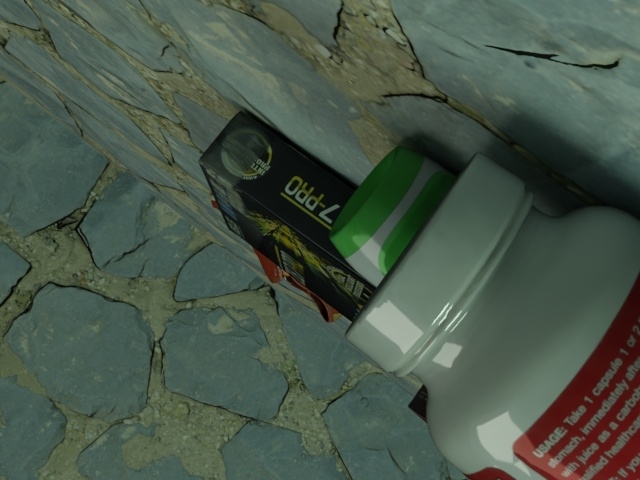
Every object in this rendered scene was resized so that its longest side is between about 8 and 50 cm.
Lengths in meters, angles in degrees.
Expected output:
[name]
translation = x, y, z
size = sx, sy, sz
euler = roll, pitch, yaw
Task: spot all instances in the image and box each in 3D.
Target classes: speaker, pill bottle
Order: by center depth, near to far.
[pill bottle]
translation = 0.230, 0.122, 0.657
size = 0.407, 0.229, 0.229
euler = 36, 170, 3
[speaker]
translation = 0.156, 0.044, 0.834
size = 0.296, 0.131, 0.131
euler = 37, 170, -7

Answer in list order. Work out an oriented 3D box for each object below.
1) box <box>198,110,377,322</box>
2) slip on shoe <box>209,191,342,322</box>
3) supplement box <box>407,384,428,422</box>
[box]
translation = 0.000, 0.000, 1.251
size = 0.318, 0.097, 0.395
euler = 38, 170, 6
[slip on shoe]
translation = -0.066, 0.024, 1.567
size = 0.331, 0.101, 0.123
euler = 40, 171, -13
[supplement box]
translation = 0.196, 0.141, 0.969
size = 0.081, 0.188, 0.104
euler = 26, 166, 48
